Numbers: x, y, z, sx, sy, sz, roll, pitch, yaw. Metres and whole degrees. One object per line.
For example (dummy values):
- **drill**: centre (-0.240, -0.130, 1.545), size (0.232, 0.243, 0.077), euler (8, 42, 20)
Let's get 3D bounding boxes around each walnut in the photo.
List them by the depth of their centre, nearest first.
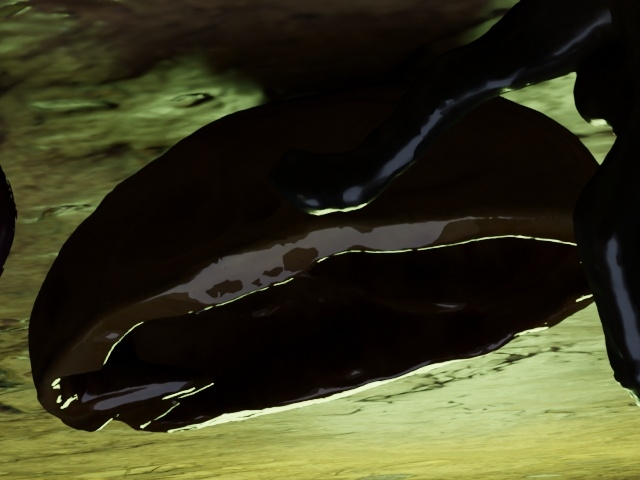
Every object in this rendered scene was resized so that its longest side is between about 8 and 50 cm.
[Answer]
- **walnut**: centre (0.001, -0.002, 0.515), size (0.211, 0.087, 0.167), euler (-17, 157, 12)

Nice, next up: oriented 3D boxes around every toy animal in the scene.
- **toy animal**: centre (0.100, -0.035, 0.388), size (0.233, 0.148, 0.084), euler (24, -170, -36)

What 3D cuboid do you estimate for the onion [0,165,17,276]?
- **onion**: centre (-0.149, -0.004, 0.444), size (0.115, 0.104, 0.115), euler (19, 179, 0)
